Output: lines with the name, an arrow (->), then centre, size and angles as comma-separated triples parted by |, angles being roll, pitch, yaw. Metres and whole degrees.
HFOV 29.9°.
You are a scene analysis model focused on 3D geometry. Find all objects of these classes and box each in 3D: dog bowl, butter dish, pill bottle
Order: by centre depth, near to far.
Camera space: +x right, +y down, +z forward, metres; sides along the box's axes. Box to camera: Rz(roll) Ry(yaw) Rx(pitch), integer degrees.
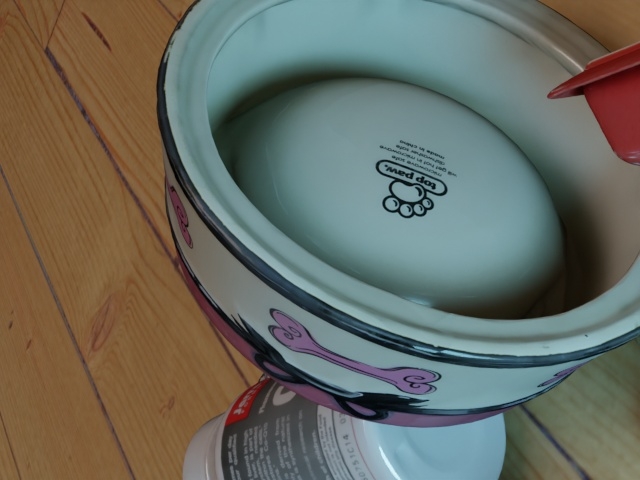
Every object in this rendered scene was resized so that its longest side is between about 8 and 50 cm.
butter dish -> 0.273, -0.090, 0.845 | 0.160, 0.160, 0.118 | -19, 85, 53
dog bowl -> 0.067, -0.038, 0.909 | 0.150, 0.408, 0.408 | 113, 151, -47
pill bottle -> 0.009, 0.185, 1.050 | 0.283, 0.161, 0.161 | -28, 55, 45

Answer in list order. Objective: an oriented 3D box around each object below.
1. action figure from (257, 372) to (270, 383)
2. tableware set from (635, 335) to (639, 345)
action figure -> 0.000, 0.000, 1.154 | 0.341, 0.178, 0.330 | -47, -30, -80
tableware set -> 0.281, 0.072, 0.860 | 0.141, 0.020, 0.169 | -42, 46, 43
